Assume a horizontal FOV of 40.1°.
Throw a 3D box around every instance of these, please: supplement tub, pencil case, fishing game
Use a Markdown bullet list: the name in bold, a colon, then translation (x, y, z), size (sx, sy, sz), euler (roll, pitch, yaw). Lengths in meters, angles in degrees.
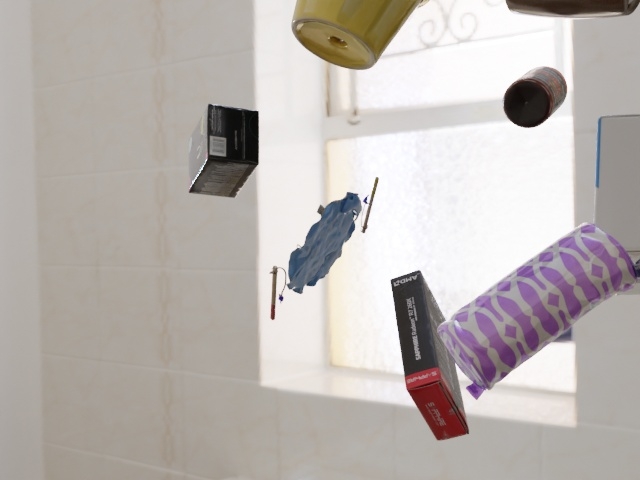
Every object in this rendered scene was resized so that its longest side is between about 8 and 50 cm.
- **supplement tub**: translation (0.455, -0.307, 1.838), size (0.198, 0.106, 0.106), euler (-39, -61, -56)
- **pencil case**: translation (0.218, 0.066, 0.880), size (0.206, 0.086, 0.088), euler (-32, -54, -4)
- **fishing game**: translation (0.000, 0.000, 1.375), size (0.264, 0.041, 0.189), euler (-44, -23, -31)

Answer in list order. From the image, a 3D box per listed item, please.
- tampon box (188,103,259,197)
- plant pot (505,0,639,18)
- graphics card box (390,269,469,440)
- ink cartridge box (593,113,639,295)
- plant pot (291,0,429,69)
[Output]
- **tampon box**: translation (-0.190, -0.171, 1.700), size (0.101, 0.161, 0.120), euler (6, -113, -21)
- **plant pot**: translation (0.521, -0.530, 1.743), size (0.215, 0.230, 0.215), euler (-36, -41, -39)
- **graphics card box**: translation (0.269, 0.280, 2.182), size (0.371, 0.094, 0.233), euler (-93, -22, -47)
- **ink cartridge box**: translation (0.533, -0.048, 1.440), size (0.307, 0.129, 0.223), euler (33, -121, -62)
- **plant pot**: translation (0.069, -0.441, 1.538), size (0.254, 0.254, 0.239), euler (35, -107, -45)
